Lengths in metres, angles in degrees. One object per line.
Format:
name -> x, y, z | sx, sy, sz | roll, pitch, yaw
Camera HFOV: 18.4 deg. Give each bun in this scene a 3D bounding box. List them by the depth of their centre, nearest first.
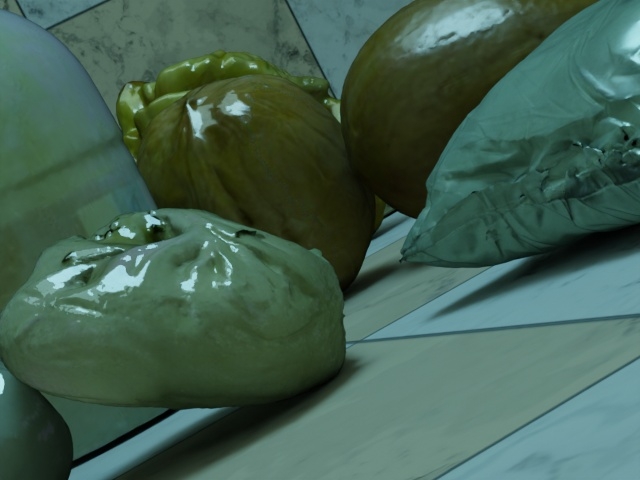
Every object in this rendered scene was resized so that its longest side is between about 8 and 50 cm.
bun -> -0.088, 0.037, 1.262 | 0.210, 0.116, 0.237 | 8, 14, 36

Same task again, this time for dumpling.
dumpling -> -0.236, 0.122, 1.272 | 0.142, 0.172, 0.247 | 5, 17, 10

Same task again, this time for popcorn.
popcorn -> -0.081, -0.088, 2.101 | 0.332, 0.265, 0.225 | 7, 57, 25

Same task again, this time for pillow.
pillow -> 0.212, -0.090, 1.260 | 0.283, 0.138, 0.310 | -40, 9, -32

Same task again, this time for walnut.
walnut -> 0.155, -0.125, 1.591 | 0.298, 0.203, 0.203 | -30, 3, 20
walnut -> -0.057, -0.036, 1.684 | 0.195, 0.221, 0.195 | -21, 32, 14

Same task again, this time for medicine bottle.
medicine bottle -> -0.260, -0.029, 1.554 | 0.236, 0.406, 0.236 | -26, 4, 2

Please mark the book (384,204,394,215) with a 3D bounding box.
book -> 0.000, 0.000, 2.252 | 0.199, 0.016, 0.138 | -30, 5, -33
